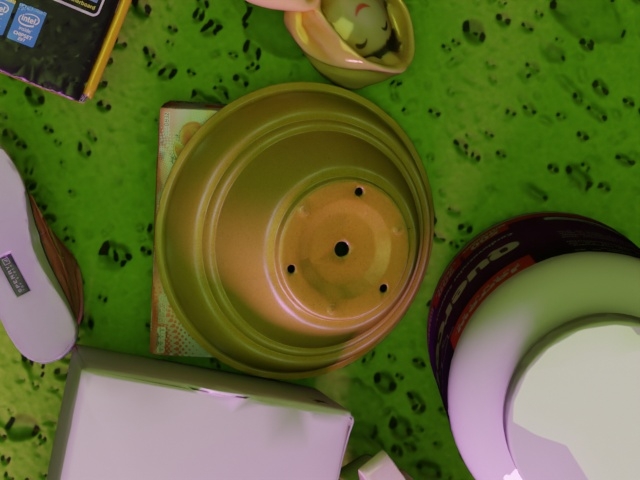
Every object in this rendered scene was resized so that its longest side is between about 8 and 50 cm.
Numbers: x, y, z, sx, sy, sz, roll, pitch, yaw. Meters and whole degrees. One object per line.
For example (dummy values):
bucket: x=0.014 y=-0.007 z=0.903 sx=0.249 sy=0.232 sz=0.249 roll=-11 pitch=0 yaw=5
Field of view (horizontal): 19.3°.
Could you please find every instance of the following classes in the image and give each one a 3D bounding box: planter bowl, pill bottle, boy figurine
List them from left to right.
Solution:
boy figurine: x=-0.015 y=-0.227 z=1.295 sx=0.092 sy=0.177 sz=0.285 roll=1 pitch=119 yaw=40
planter bowl: x=0.000 y=0.000 z=1.319 sx=0.217 sy=0.090 sz=0.217 roll=-3 pitch=99 yaw=-21
pill bottle: x=0.168 y=0.085 z=1.250 sx=0.181 sy=0.323 sz=0.182 roll=0 pitch=97 yaw=0

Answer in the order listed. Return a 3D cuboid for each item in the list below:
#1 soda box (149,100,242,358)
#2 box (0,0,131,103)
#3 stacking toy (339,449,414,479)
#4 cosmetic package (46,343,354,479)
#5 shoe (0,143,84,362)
soda box: x=-0.089 y=-0.009 z=1.370 sx=0.063 sy=0.058 sz=0.183 roll=3 pitch=98 yaw=-1
box: x=-0.264 y=-0.270 z=1.290 sx=0.322 sy=0.079 sz=0.257 roll=21 pitch=98 yaw=-17
stacking toy: x=0.148 y=0.229 z=1.304 sx=0.130 sy=0.309 sz=0.279 roll=-37 pitch=83 yaw=-9
cosmetic package: x=-0.115 y=0.272 z=1.330 sx=0.197 sy=0.155 sz=0.366 roll=13 pitch=90 yaw=-11
shoe: x=-0.223 y=-0.001 z=1.358 sx=0.063 sy=0.081 sz=0.178 roll=-23 pitch=100 yaw=3
